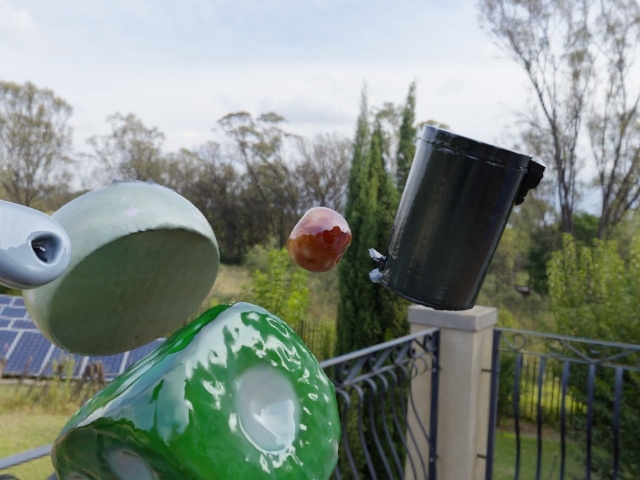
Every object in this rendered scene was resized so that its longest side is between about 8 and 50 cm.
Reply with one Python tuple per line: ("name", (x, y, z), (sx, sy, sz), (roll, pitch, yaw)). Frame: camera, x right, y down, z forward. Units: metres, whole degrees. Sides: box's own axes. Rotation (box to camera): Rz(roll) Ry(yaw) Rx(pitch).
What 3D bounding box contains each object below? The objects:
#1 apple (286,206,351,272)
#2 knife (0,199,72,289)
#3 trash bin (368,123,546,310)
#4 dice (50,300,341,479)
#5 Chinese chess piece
("apple", (0.000, 0.000, 1.328), (0.139, 0.163, 0.163), (35, -1, -2))
("knife", (-0.340, -0.037, 0.383), (0.044, 0.080, 0.331), (-17, -33, 36))
("trash bin", (0.242, -0.041, 1.002), (0.252, 0.301, 0.203), (15, 15, -5))
("dice", (-0.167, 0.279, 0.783), (0.300, 0.287, 0.297), (-34, 8, 33))
("Chinese chess piece", (-0.361, 0.055, 1.004), (0.349, 0.349, 0.146), (4, 36, -52))
